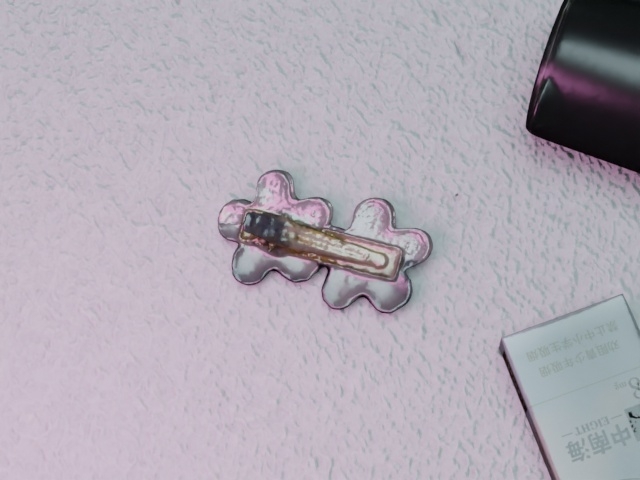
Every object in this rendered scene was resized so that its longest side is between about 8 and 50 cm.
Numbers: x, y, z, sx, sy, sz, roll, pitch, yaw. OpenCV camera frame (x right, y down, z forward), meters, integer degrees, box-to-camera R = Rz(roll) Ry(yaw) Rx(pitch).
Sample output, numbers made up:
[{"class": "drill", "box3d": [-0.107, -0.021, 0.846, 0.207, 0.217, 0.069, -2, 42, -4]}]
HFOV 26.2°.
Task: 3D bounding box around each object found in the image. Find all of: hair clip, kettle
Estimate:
[{"class": "hair clip", "box3d": [0.001, 0.002, 1.626, 0.257, 0.075, 0.146, 16, 80, 2]}, {"class": "kettle", "box3d": [0.416, -0.192, 1.576, 0.308, 0.203, 0.262, 19, 80, 12]}]

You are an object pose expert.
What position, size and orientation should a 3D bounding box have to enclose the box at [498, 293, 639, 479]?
[{"class": "box", "box3d": [0.315, 0.200, 1.548, 0.155, 0.067, 0.242, -19, 75, 1]}]
